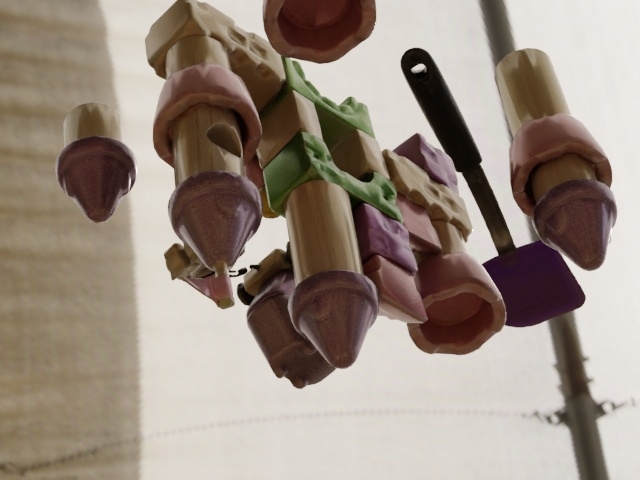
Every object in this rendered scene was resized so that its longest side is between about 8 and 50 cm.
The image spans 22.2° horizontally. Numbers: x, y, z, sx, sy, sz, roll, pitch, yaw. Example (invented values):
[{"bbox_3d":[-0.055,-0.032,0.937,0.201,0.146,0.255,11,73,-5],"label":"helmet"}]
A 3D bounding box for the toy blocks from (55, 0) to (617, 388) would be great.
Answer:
[{"bbox_3d":[0.000,0.000,1.030,0.309,0.289,0.260,-41,-141,27],"label":"toy blocks"}]

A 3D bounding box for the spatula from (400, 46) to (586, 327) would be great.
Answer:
[{"bbox_3d":[0.140,-0.041,1.424,0.084,0.296,0.030,-23,-158,14],"label":"spatula"}]
